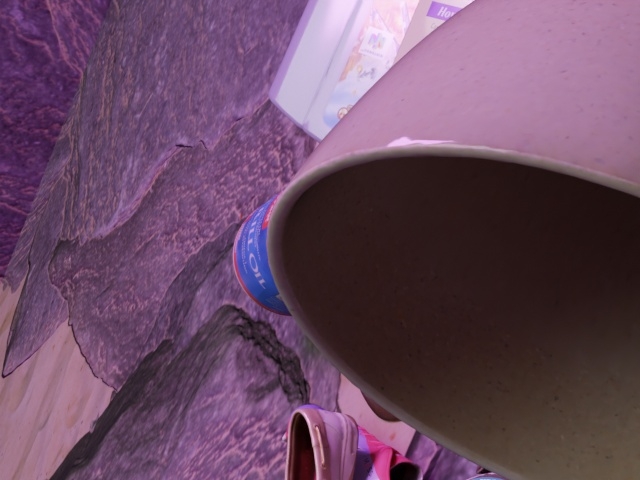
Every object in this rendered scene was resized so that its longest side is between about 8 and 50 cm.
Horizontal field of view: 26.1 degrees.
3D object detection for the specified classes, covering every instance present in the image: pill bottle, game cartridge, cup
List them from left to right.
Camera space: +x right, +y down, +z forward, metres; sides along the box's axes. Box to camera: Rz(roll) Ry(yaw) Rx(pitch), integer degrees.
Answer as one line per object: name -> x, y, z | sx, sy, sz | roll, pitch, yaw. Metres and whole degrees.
pill bottle -> 0.000, 0.000, 1.335 | 0.221, 0.124, 0.124 | 149, 139, -68
game cartridge -> 0.095, -0.145, 1.210 | 0.297, 0.062, 0.198 | 24, 88, 33
cup -> 0.169, -0.028, 0.721 | 0.331, 0.331, 0.237 | -26, 32, 57

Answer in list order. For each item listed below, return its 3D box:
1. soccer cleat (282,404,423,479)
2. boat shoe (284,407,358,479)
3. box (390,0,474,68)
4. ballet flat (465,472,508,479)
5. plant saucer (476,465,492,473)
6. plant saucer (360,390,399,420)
soccer cleat -> 0.040, 0.201, 1.179 | 0.095, 0.083, 0.248 | -47, 27, 7
boat shoe -> -0.012, 0.215, 1.104 | 0.063, 0.059, 0.170 | -30, 46, 48
box -> 0.186, -0.151, 1.035 | 0.213, 0.117, 0.243 | 23, 92, 43
ballet flat -> 0.104, 0.345, 0.835 | 0.139, 0.139, 0.400 | -38, 37, 48
plant saucer -> 0.173, 0.085, 0.955 | 0.199, 0.036, 0.198 | -58, -7, -10
plant saucer -> 0.076, 0.081, 1.260 | 0.168, 0.029, 0.168 | -47, 31, 40
